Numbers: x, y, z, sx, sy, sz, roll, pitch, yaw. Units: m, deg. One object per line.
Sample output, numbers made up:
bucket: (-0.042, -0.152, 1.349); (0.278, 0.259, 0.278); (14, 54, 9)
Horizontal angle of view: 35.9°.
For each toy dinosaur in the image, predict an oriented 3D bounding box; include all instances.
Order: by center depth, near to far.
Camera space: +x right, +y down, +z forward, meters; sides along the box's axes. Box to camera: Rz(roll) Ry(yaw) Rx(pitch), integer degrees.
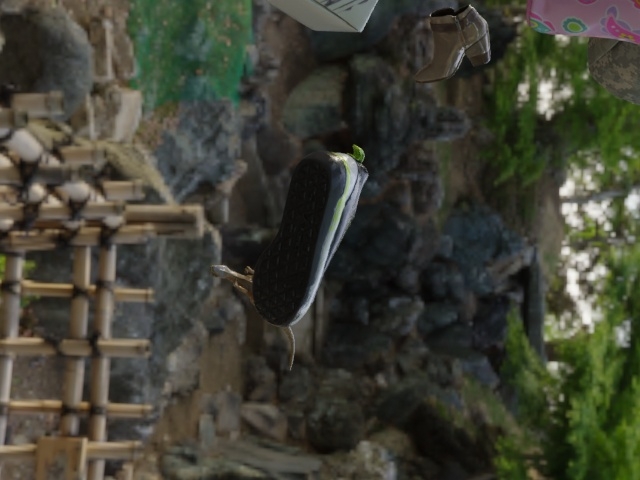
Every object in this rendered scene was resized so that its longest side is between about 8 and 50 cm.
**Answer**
toy dinosaur: (-0.081, 0.099, 1.560); (0.064, 0.211, 0.112); (-45, -176, -33)

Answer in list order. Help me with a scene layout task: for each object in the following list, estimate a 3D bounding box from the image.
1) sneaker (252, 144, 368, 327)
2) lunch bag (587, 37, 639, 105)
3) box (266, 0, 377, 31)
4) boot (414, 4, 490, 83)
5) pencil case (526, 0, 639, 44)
sneaker: (0.000, 0.000, 1.158); (0.097, 0.084, 0.234); (-8, 128, -51)
lunch bag: (0.562, -0.317, 1.454); (0.305, 0.256, 0.212); (126, -39, -73)
box: (0.041, -0.307, 0.781); (0.275, 0.094, 0.113); (-62, -156, 2)
boot: (0.160, -0.254, 1.264); (0.087, 0.118, 0.042); (56, 31, -33)
pencil case: (0.362, -0.244, 1.028); (0.124, 0.284, 0.124); (18, 90, -73)
